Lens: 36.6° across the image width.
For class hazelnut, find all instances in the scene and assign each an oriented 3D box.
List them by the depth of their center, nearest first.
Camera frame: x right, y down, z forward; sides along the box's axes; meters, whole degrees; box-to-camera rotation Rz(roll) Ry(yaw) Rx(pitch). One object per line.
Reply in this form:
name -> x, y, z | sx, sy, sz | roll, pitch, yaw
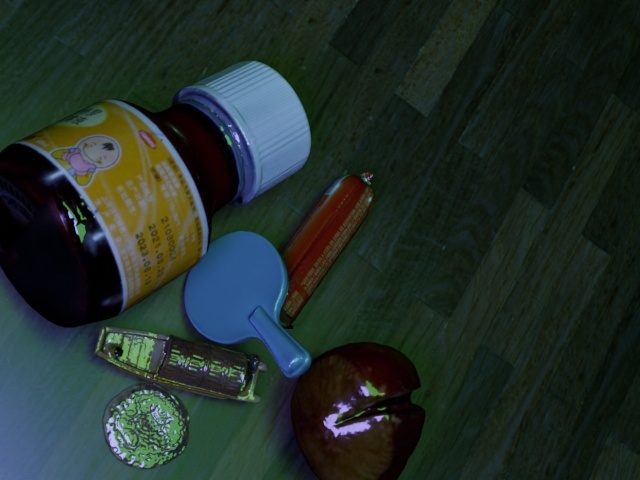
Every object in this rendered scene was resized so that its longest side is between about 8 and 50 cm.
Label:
hazelnut -> 0.051, 0.236, 1.273 | 0.177, 0.178, 0.204 | -6, 85, -21

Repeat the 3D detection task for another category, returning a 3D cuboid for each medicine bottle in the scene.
medicine bottle -> -0.204, -0.079, 1.216 | 0.395, 0.242, 0.243 | -36, 92, -37

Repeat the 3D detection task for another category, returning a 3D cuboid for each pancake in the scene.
pancake -> -0.222, 0.237, 1.245 | 0.114, 0.011, 0.115 | 4, 77, -19

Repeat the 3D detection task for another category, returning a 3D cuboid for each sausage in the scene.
sausage -> 0.000, 0.000, 1.342 | 0.083, 0.083, 0.264 | 39, 67, -8

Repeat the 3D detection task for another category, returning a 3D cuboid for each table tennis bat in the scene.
table tennis bat -> -0.087, 0.086, 1.243 | 0.149, 0.038, 0.237 | -45, 55, 1

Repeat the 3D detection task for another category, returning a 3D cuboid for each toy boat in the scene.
toy boat -> -0.175, 0.155, 1.240 | 0.225, 0.088, 0.068 | 18, 73, -16
